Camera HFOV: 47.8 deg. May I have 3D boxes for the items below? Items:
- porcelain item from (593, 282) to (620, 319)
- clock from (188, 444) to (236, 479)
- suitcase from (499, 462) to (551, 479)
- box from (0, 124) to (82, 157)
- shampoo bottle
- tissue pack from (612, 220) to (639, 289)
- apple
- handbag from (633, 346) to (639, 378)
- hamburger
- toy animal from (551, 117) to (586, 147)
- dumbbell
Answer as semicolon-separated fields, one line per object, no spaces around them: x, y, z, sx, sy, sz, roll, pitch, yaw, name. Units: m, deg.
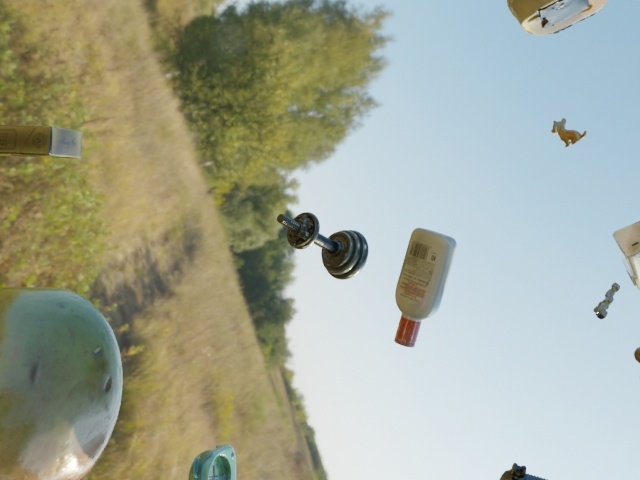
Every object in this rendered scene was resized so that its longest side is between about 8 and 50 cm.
0.771;0.176;1.978;0.021;0.136;0.075;39;-35;5;porcelain item
-0.280;0.601;1.839;0.188;0.060;0.148;24;64;-66;clock
0.458;0.638;1.587;0.128;0.202;0.312;-69;172;-56;suitcase
-0.681;-0.222;1.622;0.159;0.240;0.071;-13;106;-82;box
0.186;0.091;1.355;0.108;0.051;0.221;22;-81;49;shampoo bottle
0.802;0.031;1.788;0.149;0.106;0.099;52;17;-40;tissue pack
-0.467;0.216;1.069;0.338;0.338;0.305;120;-23;-80;apple
0.694;0.084;1.285;0.283;0.133;0.401;43;62;-84;handbag
0.485;-0.511;1.468;0.173;0.210;0.116;25;47;-55;hamburger
0.671;-0.301;1.967;0.081;0.060;0.083;-29;-85;52;toy animal
0.000;0.000;1.465;0.254;0.110;0.110;29;29;-45;dumbbell
